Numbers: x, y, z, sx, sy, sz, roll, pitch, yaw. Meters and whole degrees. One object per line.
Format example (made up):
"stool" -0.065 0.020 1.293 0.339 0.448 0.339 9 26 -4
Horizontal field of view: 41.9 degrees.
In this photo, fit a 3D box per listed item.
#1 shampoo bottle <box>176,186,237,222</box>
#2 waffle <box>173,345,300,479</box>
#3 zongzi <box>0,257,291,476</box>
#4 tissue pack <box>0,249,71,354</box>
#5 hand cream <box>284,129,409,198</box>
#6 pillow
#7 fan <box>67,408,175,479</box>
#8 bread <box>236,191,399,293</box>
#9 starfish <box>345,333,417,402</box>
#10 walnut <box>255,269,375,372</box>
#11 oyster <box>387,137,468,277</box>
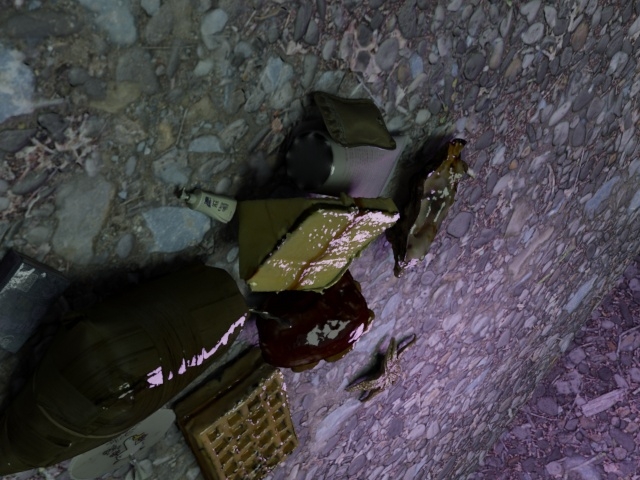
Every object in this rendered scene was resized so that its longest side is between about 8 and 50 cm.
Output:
"shampoo bottle" -0.212 -0.068 1.542 0.141 0.034 0.049 17 112 -53
"waffle" -0.184 0.441 1.972 0.261 0.114 0.376 -39 144 -24
"zongzi" -0.368 0.234 1.589 0.467 0.218 0.500 -35 175 34
"tissue pack" -0.496 0.102 1.350 0.156 0.051 0.112 -52 143 1
"hand cream" 0.065 -0.155 1.739 0.358 0.118 0.185 -1 118 -58
"pillow" 0.072 -0.232 1.659 0.033 0.130 0.217 -35 159 34
"fan" -0.387 0.444 1.717 0.233 0.012 0.415 -29 156 -16
"bread" 0.000 0.000 1.611 0.263 0.236 0.198 -1 82 -47
"starfish" 0.187 0.377 2.410 0.277 0.062 0.236 -39 149 -26
"walnut" -0.017 0.179 1.845 0.269 0.222 0.244 -28 134 -8
"oyster" 0.253 -0.081 2.026 0.221 0.096 0.361 -20 135 -45
